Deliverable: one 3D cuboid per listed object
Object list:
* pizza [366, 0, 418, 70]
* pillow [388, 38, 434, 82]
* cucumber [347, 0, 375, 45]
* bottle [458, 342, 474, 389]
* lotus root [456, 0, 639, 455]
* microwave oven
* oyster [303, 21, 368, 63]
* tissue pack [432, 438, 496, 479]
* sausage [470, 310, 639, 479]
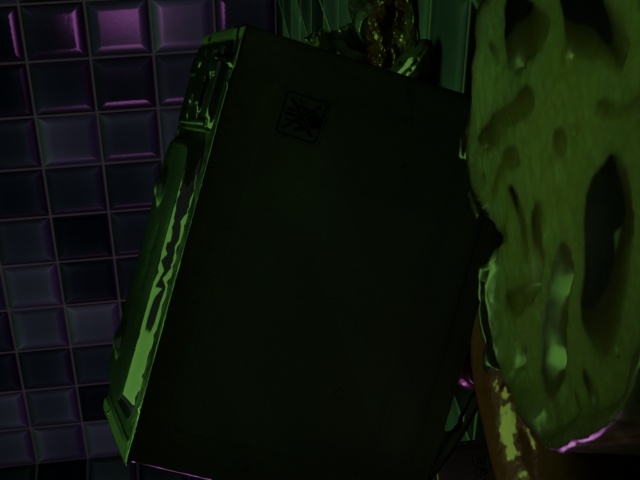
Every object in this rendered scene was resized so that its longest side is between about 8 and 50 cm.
[{"bbox_3d":[0.090,-0.238,1.588,0.127,0.058,0.246,-111,16,-65],"label":"pizza"},{"bbox_3d":[0.080,-0.155,1.513,0.241,0.051,0.093,-58,-9,30],"label":"pillow"},{"bbox_3d":[0.073,-0.309,1.685,0.112,0.064,0.064,-102,10,-57],"label":"cucumber"},{"bbox_3d":[0.159,0.118,1.240,0.187,0.069,0.069,-119,24,-66],"label":"bottle"},{"bbox_3d":[0.185,-0.060,0.770,0.375,0.111,0.390,127,141,-77],"label":"lotus root"},{"bbox_3d":[-0.010,0.029,1.190,0.247,0.333,0.394,-157,83,-76],"label":"microwave oven"},{"bbox_3d":[0.038,-0.186,1.677,0.201,0.107,0.354,51,-142,-46],"label":"oyster"},{"bbox_3d":[0.140,0.318,1.416,0.246,0.092,0.148,111,152,-74],"label":"tissue pack"},{"bbox_3d":[0.180,0.149,0.923,0.113,0.113,0.259,97,166,-58],"label":"sausage"}]
